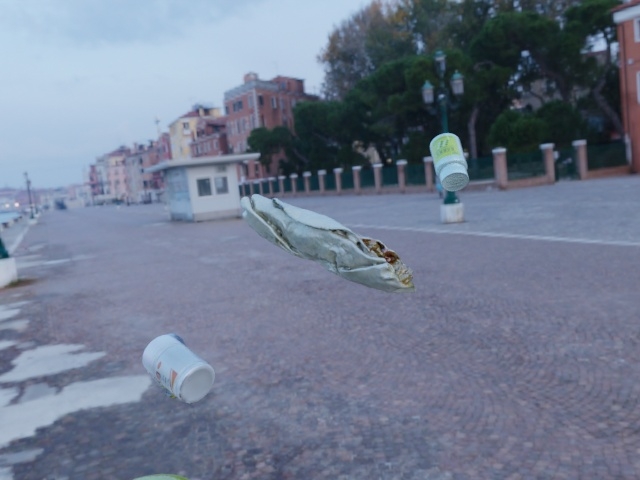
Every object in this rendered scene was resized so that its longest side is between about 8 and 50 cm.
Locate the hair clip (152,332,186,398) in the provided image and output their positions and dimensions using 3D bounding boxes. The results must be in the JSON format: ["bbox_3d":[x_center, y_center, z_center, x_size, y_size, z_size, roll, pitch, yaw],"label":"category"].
[{"bbox_3d":[-0.303,0.254,1.285,0.172,0.116,0.049,27,8,41],"label":"hair clip"}]

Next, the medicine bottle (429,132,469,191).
[{"bbox_3d":[0.192,-0.117,0.927,0.047,0.047,0.083,-3,50,-2],"label":"medicine bottle"}]

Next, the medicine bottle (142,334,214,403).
[{"bbox_3d":[-0.184,0.166,0.807,0.089,0.057,0.057,27,26,38],"label":"medicine bottle"}]

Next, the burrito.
[{"bbox_3d":[0.000,0.000,1.131,0.392,0.117,0.076,23,60,36],"label":"burrito"}]

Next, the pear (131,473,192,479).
[{"bbox_3d":[-0.404,0.747,1.543,0.342,0.239,0.318,-12,12,-31],"label":"pear"}]
